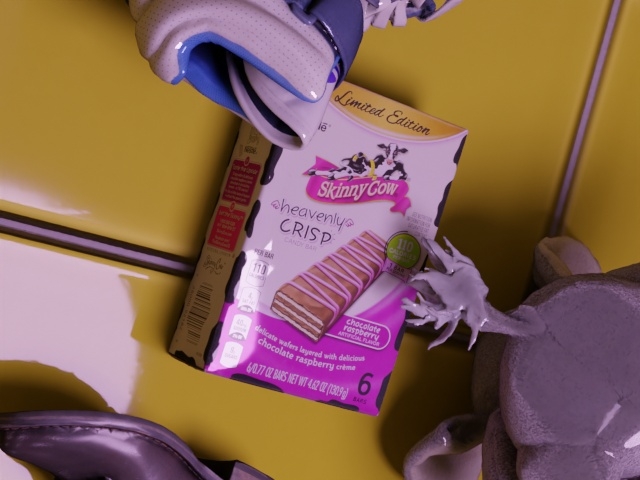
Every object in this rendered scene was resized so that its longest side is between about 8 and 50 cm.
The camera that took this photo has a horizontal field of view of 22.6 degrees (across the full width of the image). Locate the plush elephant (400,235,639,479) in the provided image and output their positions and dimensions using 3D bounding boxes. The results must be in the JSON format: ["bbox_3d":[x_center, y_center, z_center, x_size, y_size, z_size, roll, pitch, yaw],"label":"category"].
[{"bbox_3d":[0.205,0.127,1.244,0.330,0.255,0.272,36,86,11],"label":"plush elephant"}]

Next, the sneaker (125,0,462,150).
[{"bbox_3d":[0.020,-0.156,1.110,0.323,0.130,0.236,12,66,-23],"label":"sneaker"}]

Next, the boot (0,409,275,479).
[{"bbox_3d":[-0.139,0.249,1.119,0.263,0.091,0.229,27,69,-33],"label":"boot"}]

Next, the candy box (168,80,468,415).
[{"bbox_3d":[0.000,0.000,1.201,0.159,0.071,0.233,17,89,-31],"label":"candy box"}]
